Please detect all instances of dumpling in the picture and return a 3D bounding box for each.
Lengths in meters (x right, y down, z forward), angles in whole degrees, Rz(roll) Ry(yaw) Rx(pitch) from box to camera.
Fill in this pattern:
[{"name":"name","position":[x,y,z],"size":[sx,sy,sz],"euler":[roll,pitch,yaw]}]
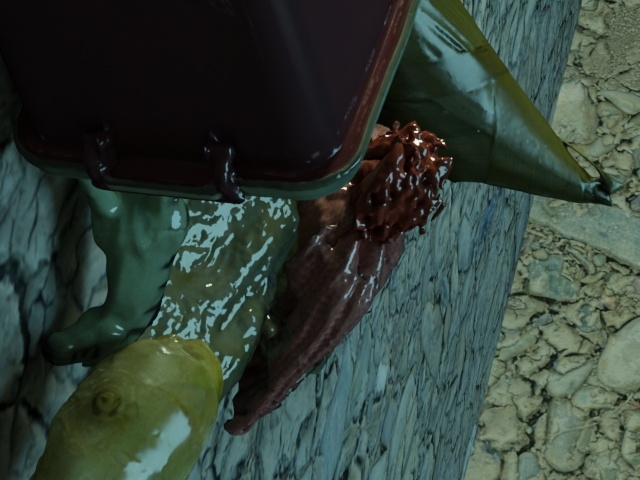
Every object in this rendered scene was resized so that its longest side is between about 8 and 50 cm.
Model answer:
[{"name":"dumpling","position":[-0.078,0.046,1.064],"size":[0.166,0.086,0.332],"euler":[61,45,-66]}]

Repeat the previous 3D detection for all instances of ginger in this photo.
[{"name":"ginger","position":[-0.167,0.241,0.793],"size":[0.348,0.122,0.363],"euler":[-12,122,-66]}]

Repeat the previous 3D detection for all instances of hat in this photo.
[{"name":"hat","position":[0.000,0.000,1.174],"size":[0.286,0.107,0.236],"euler":[-43,-148,52]}]

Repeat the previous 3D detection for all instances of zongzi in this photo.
[{"name":"zongzi","position":[0.102,-0.149,1.224],"size":[0.123,0.289,0.260],"euler":[-57,158,-29]}]

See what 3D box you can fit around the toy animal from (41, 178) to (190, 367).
[{"name":"toy animal","position":[-0.104,-0.036,0.918],"size":[0.176,0.074,0.216],"euler":[90,11,-59]}]

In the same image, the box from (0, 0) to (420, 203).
[{"name":"box","position":[-0.049,-0.178,0.788],"size":[0.167,0.193,0.294],"euler":[74,29,-51]}]

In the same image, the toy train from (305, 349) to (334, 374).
[{"name":"toy train","position":[0.019,0.049,1.547],"size":[0.252,0.048,0.055],"euler":[-56,155,-61]}]
